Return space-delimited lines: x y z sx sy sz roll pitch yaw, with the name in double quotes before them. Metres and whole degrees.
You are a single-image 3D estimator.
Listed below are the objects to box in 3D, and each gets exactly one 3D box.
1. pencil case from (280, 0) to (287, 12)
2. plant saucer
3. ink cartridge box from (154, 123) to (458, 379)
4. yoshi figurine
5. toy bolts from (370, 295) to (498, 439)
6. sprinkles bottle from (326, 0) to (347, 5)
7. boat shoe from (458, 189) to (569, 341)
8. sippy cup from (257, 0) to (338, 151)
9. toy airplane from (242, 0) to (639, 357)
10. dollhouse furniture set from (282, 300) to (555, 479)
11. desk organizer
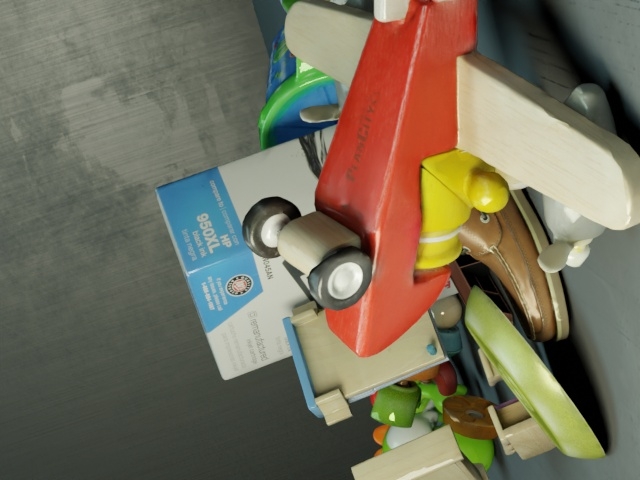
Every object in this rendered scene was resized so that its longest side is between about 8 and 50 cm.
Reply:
"pencil case" -0.024 -0.413 2.330 0.088 0.086 0.206 28 -152 -43
"plant saucer" 0.233 0.157 1.477 0.241 0.037 0.241 54 180 0
"ink cartridge box" 0.000 0.000 1.841 0.285 0.394 0.166 78 170 -53
"yoshi figurine" 0.199 0.271 2.214 0.203 0.203 0.362 -32 54 42
"toy bolts" 0.192 0.178 1.984 0.228 0.218 0.159 -60 -18 -71
"sprinkles bottle" 0.082 -0.229 1.668 0.121 0.121 0.355 79 172 -56
"boat shoe" 0.179 -0.021 1.453 0.111 0.104 0.307 99 151 -76
"sippy cup" 0.017 -0.223 1.942 0.224 0.240 0.305 -99 27 -45
"toy airplane" 0.114 -0.123 1.199 0.384 0.272 0.386 -33 60 46
"dollhouse furniture set" 0.140 0.187 1.746 0.198 0.286 0.303 51 -164 -60
"desk organizer" 0.212 0.061 1.736 0.130 0.047 0.050 -114 10 -48
